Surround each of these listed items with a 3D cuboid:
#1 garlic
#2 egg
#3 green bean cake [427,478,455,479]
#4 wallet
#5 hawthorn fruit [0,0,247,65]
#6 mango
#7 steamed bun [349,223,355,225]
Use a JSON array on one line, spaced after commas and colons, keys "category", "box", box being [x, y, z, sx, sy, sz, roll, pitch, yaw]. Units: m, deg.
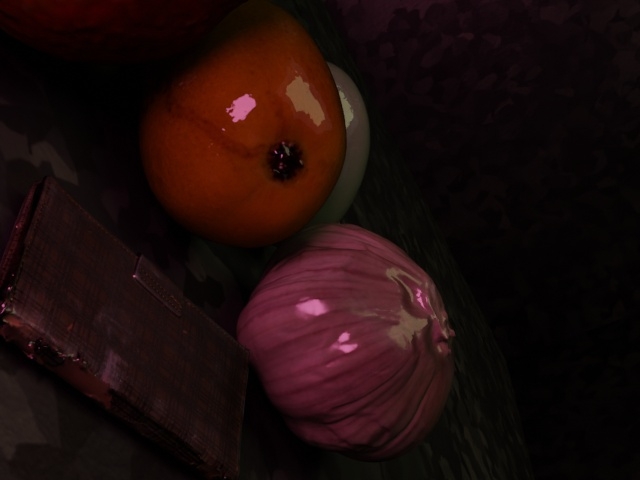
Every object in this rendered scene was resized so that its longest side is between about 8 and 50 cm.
[{"category": "garlic", "box": [0.049, 0.129, 0.964, 0.317, 0.259, 0.318, 30, 48, -40]}, {"category": "egg", "box": [-0.032, -0.125, 1.105, 0.203, 0.202, 0.283, -53, 157, -72]}, {"category": "green bean cake", "box": [0.102, 0.387, 0.837, 0.125, 0.222, 0.248, -71, 141, -58]}, {"category": "wallet", "box": [-0.169, 0.096, 0.700, 0.317, 0.044, 0.169, 50, 26, -40]}, {"category": "hawthorn fruit", "box": [-0.200, -0.377, 0.721, 0.403, 0.402, 0.403, 57, 18, -30]}, {"category": "mango", "box": [-0.109, -0.160, 0.908, 0.221, 0.264, 0.378, 15, 30, -39]}, {"category": "steamed bun", "box": [0.048, 0.092, 1.212, 0.239, 0.169, 0.152, 60, -2, -17]}]
